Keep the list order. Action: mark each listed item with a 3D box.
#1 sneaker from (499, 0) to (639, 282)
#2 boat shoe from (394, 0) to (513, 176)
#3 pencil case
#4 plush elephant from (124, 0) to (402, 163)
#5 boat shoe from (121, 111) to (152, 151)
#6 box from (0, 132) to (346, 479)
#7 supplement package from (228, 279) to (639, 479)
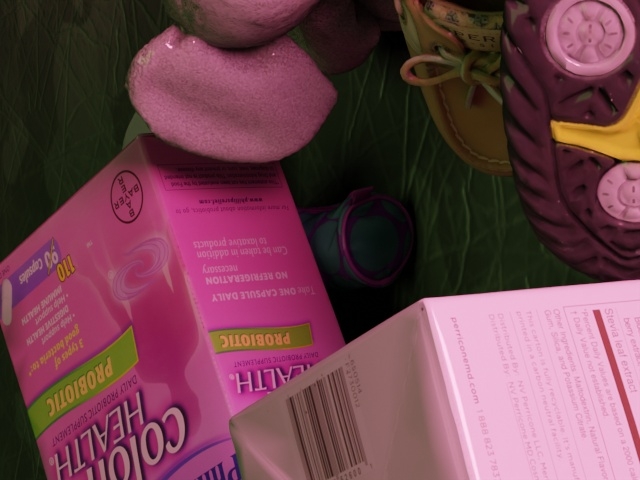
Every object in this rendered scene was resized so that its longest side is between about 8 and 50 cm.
[{"bbox_3d":[0.155,-0.166,0.755,0.147,0.145,0.385,-59,-29,-66],"label":"sneaker"},{"bbox_3d":[0.079,-0.147,0.867,0.089,0.104,0.285,-70,-27,-55],"label":"boat shoe"},{"bbox_3d":[0.000,0.000,1.200,0.151,0.064,0.070,-3,103,57],"label":"pencil case"},{"bbox_3d":[-0.017,-0.198,1.031,0.330,0.255,0.272,56,136,39],"label":"plush elephant"},{"bbox_3d":[-0.075,0.018,1.300,0.096,0.088,0.268,-27,74,35],"label":"boat shoe"},{"bbox_3d":[-0.099,0.083,1.170,0.213,0.117,0.243,-36,67,42],"label":"box"},{"bbox_3d":[0.139,0.122,0.774,0.177,0.293,0.175,-36,63,53],"label":"supplement package"}]
